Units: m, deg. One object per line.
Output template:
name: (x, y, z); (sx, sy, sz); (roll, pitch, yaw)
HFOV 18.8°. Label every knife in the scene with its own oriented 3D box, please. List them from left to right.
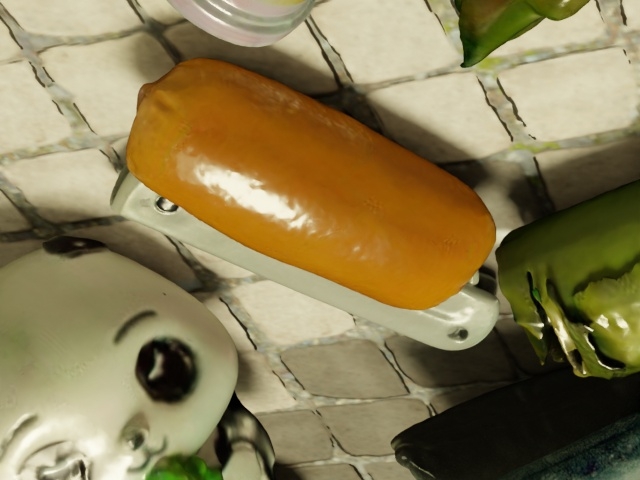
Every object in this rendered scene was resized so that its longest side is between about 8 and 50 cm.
knife: (-0.002, 0.002, 1.224); (0.265, 0.041, 0.073); (21, 132, -19)

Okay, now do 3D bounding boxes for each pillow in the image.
pillow: (0.167, 0.176, 1.377); (0.186, 0.106, 0.250); (-19, 141, 6)

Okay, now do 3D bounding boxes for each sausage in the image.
sausage: (-0.007, -0.031, 1.129); (0.238, 0.098, 0.098); (25, 142, -26)

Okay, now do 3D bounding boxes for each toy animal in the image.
toy animal: (-0.144, 0.131, 1.291); (0.212, 0.213, 0.267); (-1, 151, 12)

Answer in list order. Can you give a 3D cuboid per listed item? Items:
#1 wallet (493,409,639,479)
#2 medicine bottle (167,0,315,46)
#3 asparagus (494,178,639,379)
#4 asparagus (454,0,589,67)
wallet: (0.248, 0.156, 1.269); (0.379, 0.046, 0.191); (-27, 139, 6)
medicine bottle: (0.081, -0.231, 0.819); (0.108, 0.108, 0.426); (28, 139, -28)
asparagus: (0.271, -0.017, 1.081); (0.382, 0.108, 0.128); (-24, 171, 34)
asparagus: (0.145, -0.164, 0.925); (0.080, 0.080, 0.287); (30, 138, -30)
